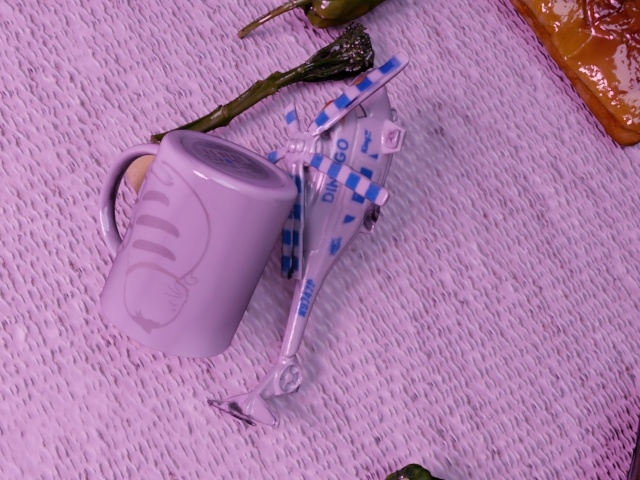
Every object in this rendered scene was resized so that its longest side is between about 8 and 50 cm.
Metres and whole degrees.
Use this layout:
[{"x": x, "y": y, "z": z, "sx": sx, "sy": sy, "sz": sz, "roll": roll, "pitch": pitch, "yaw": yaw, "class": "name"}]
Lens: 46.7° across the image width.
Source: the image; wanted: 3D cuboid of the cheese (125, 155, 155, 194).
[{"x": -0.132, "y": -0.028, "z": 0.586, "sx": 0.044, "sy": 0.030, "sz": 0.083, "roll": -8, "pitch": 82, "yaw": 5, "class": "cheese"}]

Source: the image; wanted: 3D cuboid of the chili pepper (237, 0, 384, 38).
[{"x": 0.027, "y": -0.232, "z": 0.655, "sx": 0.072, "sy": 0.073, "sz": 0.204, "roll": 45, "pitch": 68, "yaw": 7, "class": "chili pepper"}]

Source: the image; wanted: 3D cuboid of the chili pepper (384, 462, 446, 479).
[{"x": 0.101, "y": 0.251, "z": 0.559, "sx": 0.073, "sy": 0.050, "sz": 0.182, "roll": -18, "pitch": 84, "yaw": -55, "class": "chili pepper"}]

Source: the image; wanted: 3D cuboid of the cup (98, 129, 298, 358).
[{"x": -0.101, "y": -0.005, "z": 0.513, "sx": 0.136, "sy": 0.099, "sz": 0.133, "roll": 25, "pitch": 109, "yaw": -3, "class": "cup"}]

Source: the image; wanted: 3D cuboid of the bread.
[{"x": 0.259, "y": -0.225, "z": 0.715, "sx": 0.139, "sy": 0.077, "sz": 0.271, "roll": -35, "pitch": 89, "yaw": -17, "class": "bread"}]

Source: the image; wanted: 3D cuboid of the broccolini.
[{"x": -0.044, "y": -0.130, "z": 0.619, "sx": 0.218, "sy": 0.042, "sz": 0.044, "roll": -27, "pitch": 84, "yaw": -25, "class": "broccolini"}]

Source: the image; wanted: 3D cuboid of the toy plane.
[{"x": 0.007, "y": 0.003, "z": 0.566, "sx": 0.107, "sy": 0.182, "sz": 0.273, "roll": 14, "pitch": 71, "yaw": -44, "class": "toy plane"}]

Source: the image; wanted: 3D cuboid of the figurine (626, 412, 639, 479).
[{"x": 0.286, "y": 0.234, "z": 0.528, "sx": 0.308, "sy": 0.143, "sz": 0.308, "roll": -1, "pitch": 39, "yaw": 1, "class": "figurine"}]
